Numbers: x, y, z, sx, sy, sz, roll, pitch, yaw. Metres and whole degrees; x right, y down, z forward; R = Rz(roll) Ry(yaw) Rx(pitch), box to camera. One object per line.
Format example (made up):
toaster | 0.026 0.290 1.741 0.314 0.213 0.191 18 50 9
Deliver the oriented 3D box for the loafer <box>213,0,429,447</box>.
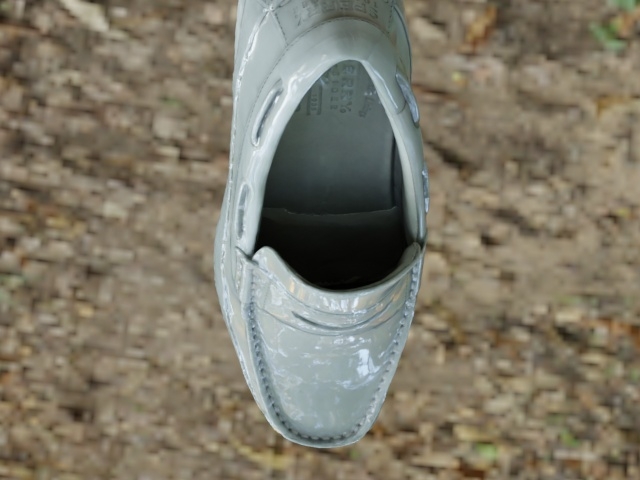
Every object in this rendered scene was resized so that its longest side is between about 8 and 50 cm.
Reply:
loafer | 0.000 0.000 0.948 0.112 0.111 0.319 -7 131 -4
